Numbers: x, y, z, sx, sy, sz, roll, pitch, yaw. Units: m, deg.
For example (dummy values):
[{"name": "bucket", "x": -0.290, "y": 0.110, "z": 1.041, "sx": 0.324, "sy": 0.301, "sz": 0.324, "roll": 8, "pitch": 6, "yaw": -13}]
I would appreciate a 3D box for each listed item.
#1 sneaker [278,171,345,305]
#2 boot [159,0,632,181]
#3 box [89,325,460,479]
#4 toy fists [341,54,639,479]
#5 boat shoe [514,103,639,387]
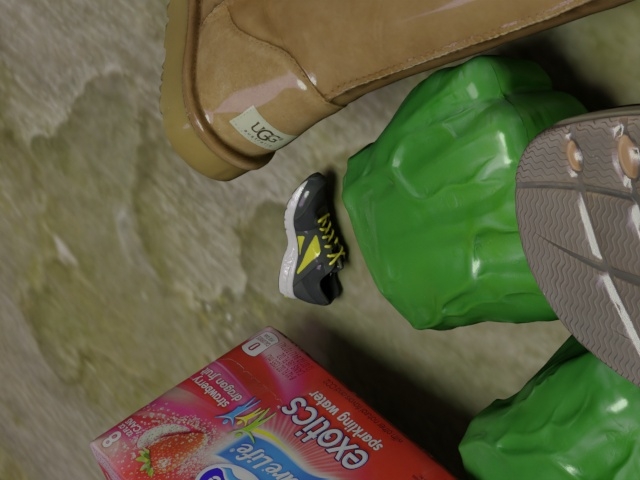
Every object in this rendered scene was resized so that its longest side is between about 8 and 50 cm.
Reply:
[{"name": "sneaker", "x": 0.000, "y": 0.000, "z": 1.012, "sx": 0.035, "sy": 0.031, "sz": 0.083, "roll": 22, "pitch": 126, "yaw": 24}, {"name": "boot", "x": 0.046, "y": -0.165, "z": 0.846, "sx": 0.269, "sy": 0.089, "sz": 0.236, "roll": -25, "pitch": 56, "yaw": 34}, {"name": "box", "x": 0.002, "y": 0.170, "z": 0.933, "sx": 0.257, "sy": 0.128, "sz": 0.122, "roll": 35, "pitch": 151, "yaw": 50}, {"name": "toy fists", "x": 0.119, "y": 0.044, "z": 0.852, "sx": 0.142, "sy": 0.096, "sz": 0.279, "roll": -26, "pitch": 87, "yaw": 60}, {"name": "boat shoe", "x": 0.243, "y": 0.010, "z": 0.676, "sx": 0.355, "sy": 0.130, "sz": 0.132, "roll": 14, "pitch": 114, "yaw": 36}]
